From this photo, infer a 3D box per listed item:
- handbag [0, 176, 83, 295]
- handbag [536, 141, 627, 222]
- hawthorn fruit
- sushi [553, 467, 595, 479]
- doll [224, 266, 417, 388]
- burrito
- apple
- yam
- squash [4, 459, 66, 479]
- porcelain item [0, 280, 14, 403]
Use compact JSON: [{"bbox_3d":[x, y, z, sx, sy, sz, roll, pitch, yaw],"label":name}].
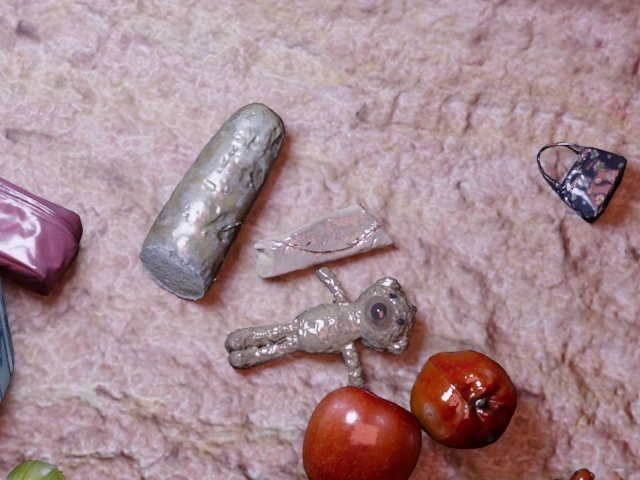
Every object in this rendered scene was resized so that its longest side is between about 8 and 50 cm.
[{"bbox_3d":[-0.486,-0.019,1.903,0.225,0.146,0.135,25,68,1],"label":"handbag"},{"bbox_3d":[0.412,-0.108,1.981,0.139,0.072,0.115,30,86,7],"label":"handbag"},{"bbox_3d":[0.223,0.244,1.868,0.157,0.194,0.157,0,88,-11],"label":"hawthorn fruit"},{"bbox_3d":[0.361,0.455,1.892,0.097,0.103,0.226,33,85,30],"label":"sushi"},{"bbox_3d":[0.003,0.133,1.939,0.286,0.091,0.202,12,73,10],"label":"doll"},{"bbox_3d":[0.000,0.000,1.962,0.226,0.060,0.087,-18,88,-5],"label":"burrito"},{"bbox_3d":[0.061,0.311,1.859,0.181,0.181,0.168,27,78,3],"label":"apple"},{"bbox_3d":[-0.161,-0.070,1.937,0.133,0.133,0.330,30,81,3],"label":"yam"},{"bbox_3d":[-0.448,0.388,1.864,0.105,0.132,0.105,0,84,0],"label":"squash"},{"bbox_3d":[-0.612,0.140,1.830,0.281,0.157,0.286,-3,122,1],"label":"porcelain item"}]
